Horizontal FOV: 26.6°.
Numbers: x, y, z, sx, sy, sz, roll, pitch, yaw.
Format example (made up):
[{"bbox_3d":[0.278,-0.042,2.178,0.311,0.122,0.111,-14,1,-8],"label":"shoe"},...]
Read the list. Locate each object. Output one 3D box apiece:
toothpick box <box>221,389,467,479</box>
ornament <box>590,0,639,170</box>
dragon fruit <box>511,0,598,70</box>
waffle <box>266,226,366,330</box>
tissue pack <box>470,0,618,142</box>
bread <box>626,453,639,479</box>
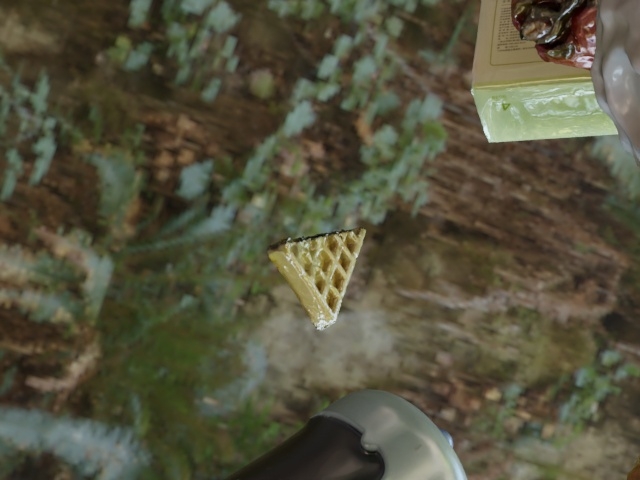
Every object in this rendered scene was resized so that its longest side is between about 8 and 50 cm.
[{"bbox_3d":[0.025,0.333,1.587,0.355,0.263,0.263,-32,-174,-26],"label":"toothpick box"},{"bbox_3d":[0.353,-0.158,0.945,0.337,0.337,0.337,-50,-151,42],"label":"ornament"},{"bbox_3d":[0.319,-0.299,1.304,0.315,0.250,0.250,-64,-158,7],"label":"dragon fruit"},{"bbox_3d":[0.000,0.000,1.205,0.023,0.097,0.152,-17,-151,27],"label":"waffle"},{"bbox_3d":[0.303,-0.208,1.568,0.234,0.125,0.159,-3,-126,18],"label":"tissue pack"},{"bbox_3d":[0.406,0.254,1.193,0.210,0.235,0.099,-13,-146,41],"label":"bread"}]
